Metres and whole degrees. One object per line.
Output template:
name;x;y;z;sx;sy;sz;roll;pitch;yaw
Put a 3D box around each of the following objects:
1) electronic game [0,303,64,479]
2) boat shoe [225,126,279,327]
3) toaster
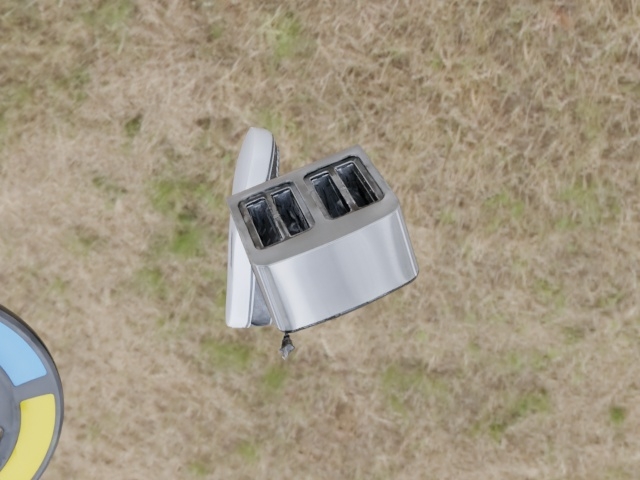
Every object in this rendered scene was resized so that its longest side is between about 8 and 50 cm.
electronic game;-0.310;0.137;0.595;0.229;0.048;0.229;-10;115;-21
boat shoe;-0.071;-0.010;1.107;0.102;0.108;0.301;1;115;-13
toaster;0.000;0.000;0.849;0.168;0.186;0.110;-23;130;-3
